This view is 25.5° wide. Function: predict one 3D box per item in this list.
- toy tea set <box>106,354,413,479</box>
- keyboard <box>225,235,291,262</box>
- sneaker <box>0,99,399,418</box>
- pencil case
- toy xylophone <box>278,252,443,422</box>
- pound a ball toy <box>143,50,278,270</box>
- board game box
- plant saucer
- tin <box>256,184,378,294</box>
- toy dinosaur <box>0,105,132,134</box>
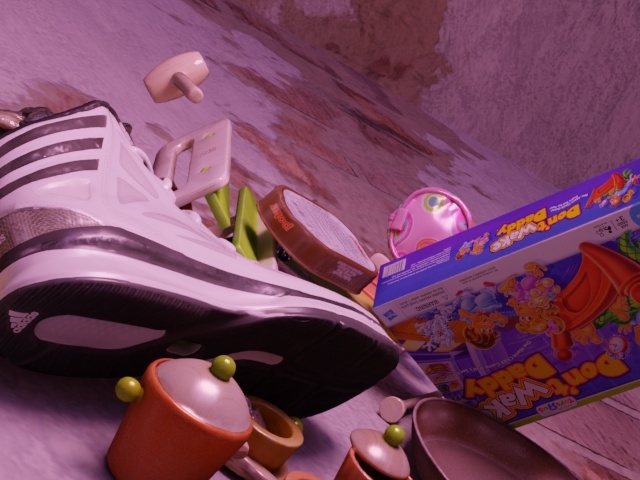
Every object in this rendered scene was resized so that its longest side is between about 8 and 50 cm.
[{"bbox_3d":[-0.026,0.172,1.160,0.200,0.124,0.336,40,16,21],"label":"toy tea set"},{"bbox_3d":[-0.063,-0.003,1.739,0.100,0.038,0.192,16,12,13],"label":"keyboard"},{"bbox_3d":[-0.112,0.002,1.268,0.447,0.169,0.257,20,41,-45],"label":"sneaker"},{"bbox_3d":[0.157,0.017,1.905,0.124,0.124,0.284,38,-3,13],"label":"pencil case"},{"bbox_3d":[0.051,0.097,1.645,0.236,0.081,0.322,38,16,12],"label":"toy xylophone"},{"bbox_3d":[-0.152,-0.067,1.553,0.208,0.135,0.319,63,5,-18],"label":"pound a ball toy"},{"bbox_3d":[0.266,0.070,1.549,0.233,0.347,0.078,51,31,-27],"label":"board game box"},{"bbox_3d":[0.213,0.283,1.484,0.310,0.050,0.310,32,15,-9],"label":"plant saucer"},{"bbox_3d":[0.000,0.000,1.539,0.189,0.040,0.106,28,27,-58],"label":"tin"},{"bbox_3d":[-0.313,-0.124,1.597,0.268,0.064,0.118,16,17,-45],"label":"toy dinosaur"}]
